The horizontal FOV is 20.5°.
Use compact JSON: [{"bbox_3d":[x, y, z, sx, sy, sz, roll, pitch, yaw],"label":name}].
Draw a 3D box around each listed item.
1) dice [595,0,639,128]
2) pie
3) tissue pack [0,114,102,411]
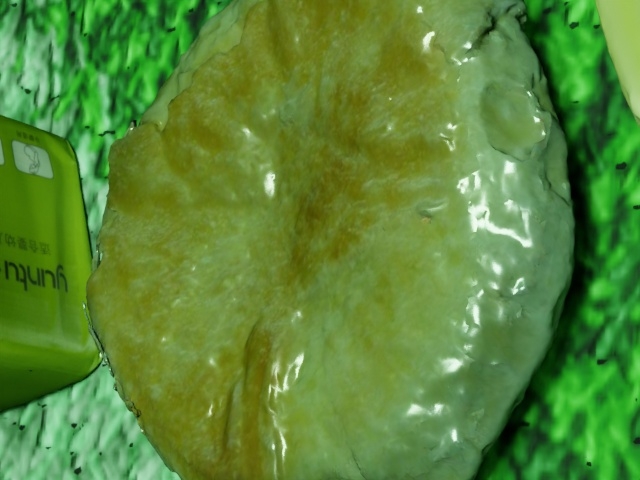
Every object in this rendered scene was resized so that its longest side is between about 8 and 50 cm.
[{"bbox_3d":[0.213,-0.098,0.688,0.166,0.169,0.169,-20,68,29],"label":"dice"},{"bbox_3d":[0.000,0.000,0.872,0.306,0.071,0.306,-11,72,35],"label":"pie"},{"bbox_3d":[-0.283,0.013,0.936,0.200,0.274,0.167,-21,68,28],"label":"tissue pack"}]
